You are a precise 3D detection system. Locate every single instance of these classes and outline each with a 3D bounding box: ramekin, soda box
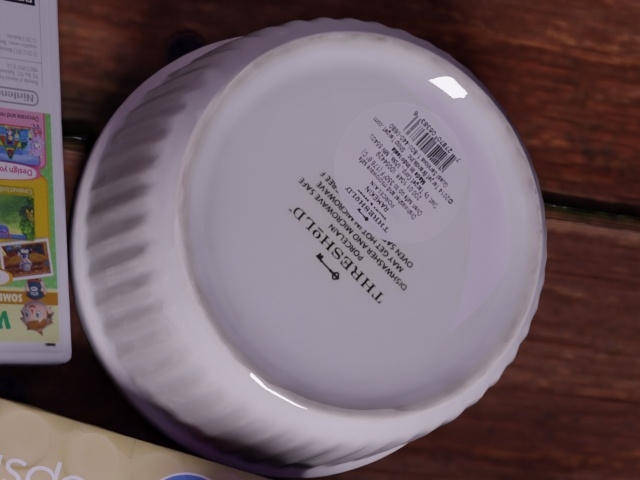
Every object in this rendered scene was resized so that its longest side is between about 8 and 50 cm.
[{"bbox_3d":[0.000,0.000,0.723,0.207,0.109,0.207,3,81,-19],"label":"ramekin"},{"bbox_3d":[-0.094,0.113,0.699,0.181,0.058,0.061,20,76,-17],"label":"soda box"}]

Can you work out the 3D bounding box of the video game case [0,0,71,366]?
[{"bbox_3d":[-0.194,-0.046,0.660,0.212,0.023,0.193,4,79,-46],"label":"video game case"}]
